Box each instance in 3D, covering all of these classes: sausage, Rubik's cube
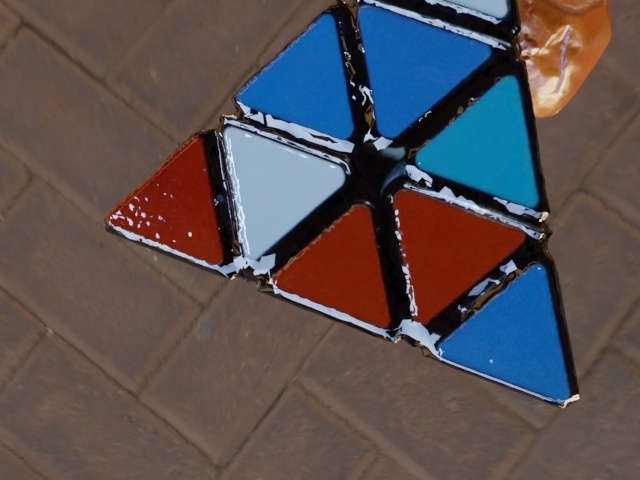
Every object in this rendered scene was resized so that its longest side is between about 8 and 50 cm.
[{"bbox_3d":[0.188,-0.215,1.061,0.133,0.133,0.258,13,52,-3],"label":"sausage"},{"bbox_3d":[0.000,0.000,0.678,0.234,0.284,0.250,-9,63,-7],"label":"Rubik's cube"}]
